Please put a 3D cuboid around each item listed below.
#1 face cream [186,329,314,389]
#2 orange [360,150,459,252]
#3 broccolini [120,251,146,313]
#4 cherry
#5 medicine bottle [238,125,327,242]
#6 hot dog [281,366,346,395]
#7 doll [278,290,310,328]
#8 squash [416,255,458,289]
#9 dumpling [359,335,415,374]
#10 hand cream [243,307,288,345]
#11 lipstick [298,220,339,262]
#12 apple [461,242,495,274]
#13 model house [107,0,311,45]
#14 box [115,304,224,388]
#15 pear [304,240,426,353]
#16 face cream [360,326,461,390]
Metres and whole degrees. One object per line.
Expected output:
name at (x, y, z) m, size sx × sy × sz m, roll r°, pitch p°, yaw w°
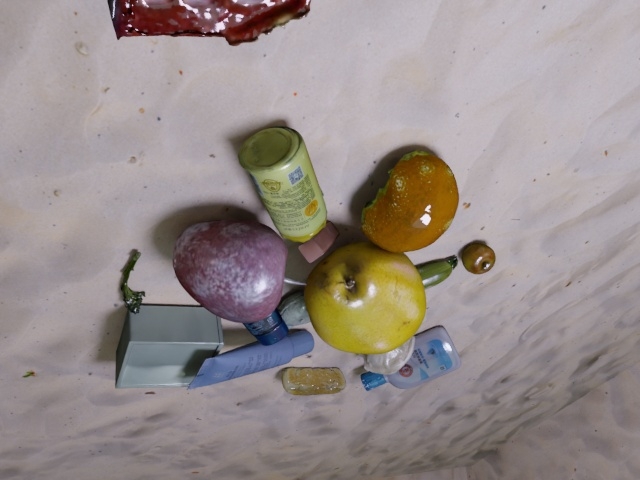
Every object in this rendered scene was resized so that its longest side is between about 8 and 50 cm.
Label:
face cream at (-0.172, 0.314, 1.408) m, size 0.385 × 0.086 × 0.136 m, roll -7°, pitch 140°, yaw -46°
orange at (0.199, -0.064, 1.112) m, size 0.179 × 0.159 × 0.237 m, roll -2°, pitch 141°, yaw -45°
broccolini at (-0.425, 0.093, 1.163) m, size 0.052 × 0.054 × 0.194 m, roll 12°, pitch 135°, yaw -6°
cherry at (-0.164, 0.064, 1.070) m, size 0.285 × 0.213 × 0.236 m, roll 16°, pitch 144°, yaw -9°
medicine bottle at (-0.060, -0.099, 1.003) m, size 0.124 × 0.124 × 0.239 m, roll -19°, pitch 143°, yaw 3°
hot dog at (-0.028, 0.479, 1.756) m, size 0.242 × 0.084 × 0.073 m, roll 7°, pitch 135°, yaw -30°
doll at (-0.055, 0.184, 1.392) m, size 0.103 × 0.072 × 0.214 m, roll 14°, pitch 131°, yaw -45°
squash at (0.263, 0.107, 1.422) m, size 0.251 × 0.066 × 0.066 m, roll -17°, pitch 142°, yaw 0°
dumpling at (0.216, 0.362, 1.669) m, size 0.199 × 0.136 × 0.118 m, roll -25°, pitch 150°, yaw 26°
hand cream at (-0.176, 0.156, 1.291) m, size 0.120 × 0.061 × 0.271 m, roll -24°, pitch 125°, yaw 10°
lipstick at (0.000, 0.000, 1.134) m, size 0.045 × 0.145 × 0.045 m, roll -34°, pitch 95°, yaw 22°
apple at (0.427, 0.048, 1.406) m, size 0.089 × 0.075 × 0.090 m, roll -11°, pitch 140°, yaw -9°
model house at (-0.120, -0.345, 0.614) m, size 0.253 × 0.196 × 0.160 m, roll -5°, pitch 139°, yaw -16°
box at (-0.391, 0.269, 1.330) m, size 0.224 × 0.118 × 0.225 m, roll 7°, pitch 136°, yaw -27°
pear at (0.097, 0.139, 1.209) m, size 0.285 × 0.285 × 0.336 m, roll -42°, pitch 164°, yaw 29°
face cream at (0.298, 0.422, 1.771) m, size 0.336 × 0.080 × 0.163 m, roll -25°, pitch 97°, yaw 10°
